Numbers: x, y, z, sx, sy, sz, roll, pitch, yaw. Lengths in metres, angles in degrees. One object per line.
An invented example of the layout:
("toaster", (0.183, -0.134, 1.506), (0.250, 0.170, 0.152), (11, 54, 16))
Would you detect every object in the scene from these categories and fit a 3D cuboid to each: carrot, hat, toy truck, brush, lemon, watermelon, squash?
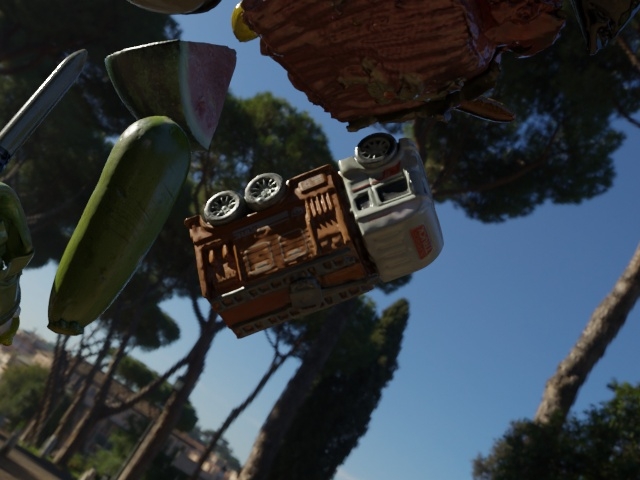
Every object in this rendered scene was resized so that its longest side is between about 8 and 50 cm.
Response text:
("carrot", (0.310, -0.257, 1.372), (0.139, 0.048, 0.048), (20, -21, -1))
("hat", (0.090, -0.185, 0.683), (0.286, 0.107, 0.237), (-10, -22, 25))
("toy truck", (0.000, 0.000, 1.116), (0.173, 0.388, 0.207), (62, 10, -47))
("brush", (-0.292, -0.092, 0.657), (0.042, 0.299, 0.039), (29, -37, -12))
("lemon", (-0.128, -0.402, 1.286), (0.065, 0.092, 0.065), (29, 16, -9))
("watermelon", (-0.294, -0.347, 1.596), (0.283, 0.293, 0.250), (60, -6, -30))
("squash", (-0.166, -0.014, 0.585), (0.066, 0.201, 0.066), (22, -15, 6))

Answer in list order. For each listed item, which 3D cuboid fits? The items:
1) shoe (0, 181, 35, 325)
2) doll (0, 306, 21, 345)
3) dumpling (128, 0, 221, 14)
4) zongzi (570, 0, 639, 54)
("shoe", (-0.480, 0.017, 0.986), (0.128, 0.140, 0.262), (18, -59, 37))
("doll", (-0.586, 0.115, 1.233), (0.135, 0.098, 0.241), (-8, -33, -14))
("dumpling", (-0.239, -0.395, 0.995), (0.293, 0.204, 0.163), (13, -61, 36))
("zongzi", (0.476, -0.525, 1.007), (0.362, 0.319, 0.383), (-27, -103, 38))
